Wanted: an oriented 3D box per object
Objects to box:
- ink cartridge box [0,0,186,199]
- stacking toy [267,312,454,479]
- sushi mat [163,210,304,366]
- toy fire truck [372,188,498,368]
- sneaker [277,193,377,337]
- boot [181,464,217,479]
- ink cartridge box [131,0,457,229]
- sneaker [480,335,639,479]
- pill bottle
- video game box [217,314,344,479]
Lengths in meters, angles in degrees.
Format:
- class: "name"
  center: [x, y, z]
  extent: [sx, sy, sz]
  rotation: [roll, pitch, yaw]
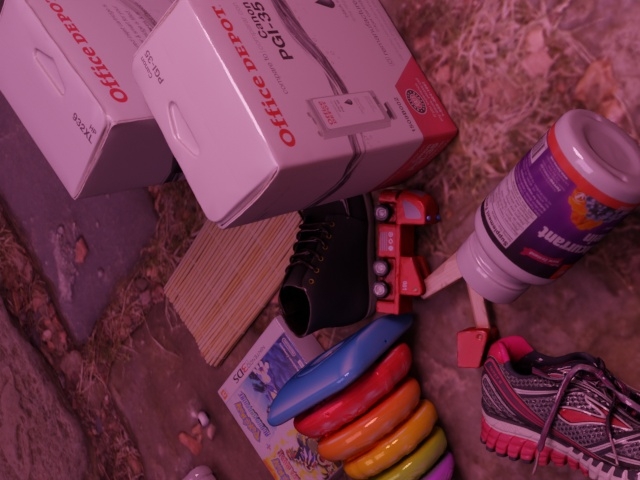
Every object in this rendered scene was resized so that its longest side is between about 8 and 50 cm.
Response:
- class: "ink cartridge box"
  center: [-0.198, -0.188, 1.140]
  extent: [0.223, 0.307, 0.129]
  rotation: [52, 130, 20]
- class: "stacking toy"
  center: [0.096, 0.252, 1.119]
  extent: [0.165, 0.175, 0.302]
  rotation: [-37, 89, 37]
- class: "sushi mat"
  center: [-0.119, 0.031, 1.328]
  extent: [0.151, 0.019, 0.316]
  rotation: [54, 131, 20]
- class: "toy fire truck"
  center: [0.128, 0.039, 1.069]
  extent: [0.135, 0.047, 0.192]
  rotation: [3, 94, 27]
- class: "sneaker"
  center: [0.000, 0.000, 1.138]
  extent: [0.083, 0.118, 0.222]
  rotation: [-7, 97, 44]
- class: "boot"
  center: [-0.210, 0.455, 1.492]
  extent: [0.258, 0.095, 0.123]
  rotation: [-52, 59, 29]
- class: "ink cartridge box"
  center: [-0.021, -0.146, 1.002]
  extent: [0.117, 0.283, 0.207]
  rotation: [-40, 74, 42]
- class: "sneaker"
  center: [0.277, 0.169, 0.925]
  extent: [0.299, 0.121, 0.112]
  rotation: [6, 103, 43]
- class: "pill bottle"
  center: [0.218, -0.025, 0.934]
  extent: [0.108, 0.108, 0.193]
  rotation: [54, 131, 18]
- class: "video game box"
  center: [-0.034, 0.228, 1.284]
  extent: [0.205, 0.048, 0.187]
  rotation: [53, 133, 19]
